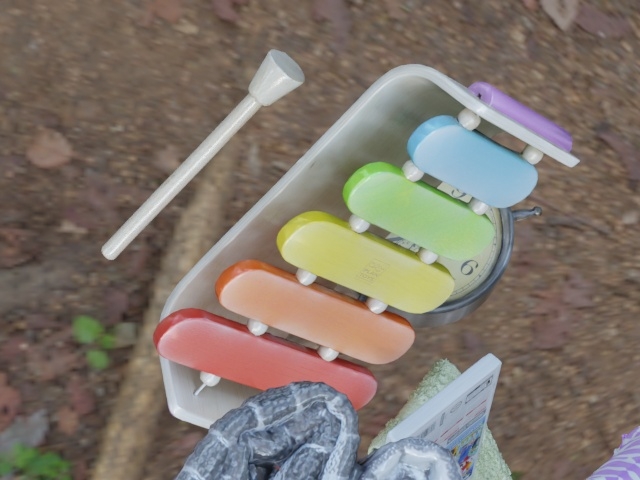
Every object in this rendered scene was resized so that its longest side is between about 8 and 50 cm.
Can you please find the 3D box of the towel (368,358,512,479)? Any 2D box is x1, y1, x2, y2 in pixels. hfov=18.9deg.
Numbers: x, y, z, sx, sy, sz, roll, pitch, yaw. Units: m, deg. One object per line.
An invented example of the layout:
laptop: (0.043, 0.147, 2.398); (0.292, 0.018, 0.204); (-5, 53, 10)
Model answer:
towel: (0.090, 0.168, 1.363); (0.027, 0.110, 0.148); (4, 131, 42)

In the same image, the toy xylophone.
toy xylophone: (0.000, 0.000, 1.264); (0.323, 0.236, 0.081); (-51, 47, 26)

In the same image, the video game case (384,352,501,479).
video game case: (0.065, 0.127, 1.123); (0.087, 0.122, 0.011); (-35, 61, -30)

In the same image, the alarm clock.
alarm clock: (0.062, 0.012, 1.417); (0.129, 0.064, 0.192); (42, 71, 10)

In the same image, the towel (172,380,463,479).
towel: (-0.060, 0.203, 0.794); (0.121, 0.235, 0.284); (30, 74, -3)

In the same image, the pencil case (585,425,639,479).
pencil case: (0.292, 0.247, 1.887); (0.088, 0.206, 0.086); (25, 120, 26)
